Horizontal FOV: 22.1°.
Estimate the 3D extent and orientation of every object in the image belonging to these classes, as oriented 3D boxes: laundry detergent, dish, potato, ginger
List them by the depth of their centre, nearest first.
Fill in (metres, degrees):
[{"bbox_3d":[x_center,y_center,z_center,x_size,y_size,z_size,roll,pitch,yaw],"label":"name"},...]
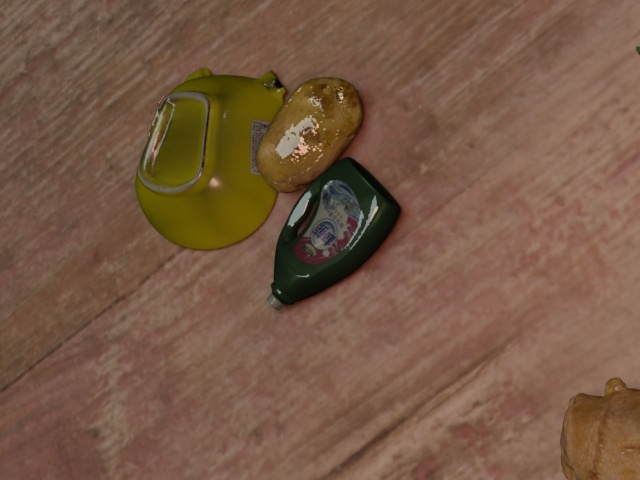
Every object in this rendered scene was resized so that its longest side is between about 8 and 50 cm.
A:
[{"bbox_3d":[0.399,0.219,1.744,0.354,0.126,0.190,-26,73,45],"label":"ginger"},{"bbox_3d":[0.000,0.000,2.121,0.211,0.063,0.137,-49,55,13],"label":"laundry detergent"},{"bbox_3d":[-0.015,-0.141,2.157,0.170,0.080,0.107,-47,64,11],"label":"potato"},{"bbox_3d":[-0.165,-0.125,2.232,0.221,0.108,0.262,9,80,33],"label":"dish"}]

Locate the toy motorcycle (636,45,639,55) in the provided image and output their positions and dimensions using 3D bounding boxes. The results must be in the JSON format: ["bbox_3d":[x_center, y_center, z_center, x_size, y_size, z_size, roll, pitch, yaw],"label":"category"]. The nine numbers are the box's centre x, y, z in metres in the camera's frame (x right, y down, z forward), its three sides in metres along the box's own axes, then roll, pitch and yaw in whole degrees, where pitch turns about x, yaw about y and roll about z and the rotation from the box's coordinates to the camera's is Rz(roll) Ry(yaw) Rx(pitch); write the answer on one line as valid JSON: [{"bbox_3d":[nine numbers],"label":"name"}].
[{"bbox_3d":[0.446,-0.181,1.897,0.106,0.074,0.190,-42,58,25],"label":"toy motorcycle"}]
